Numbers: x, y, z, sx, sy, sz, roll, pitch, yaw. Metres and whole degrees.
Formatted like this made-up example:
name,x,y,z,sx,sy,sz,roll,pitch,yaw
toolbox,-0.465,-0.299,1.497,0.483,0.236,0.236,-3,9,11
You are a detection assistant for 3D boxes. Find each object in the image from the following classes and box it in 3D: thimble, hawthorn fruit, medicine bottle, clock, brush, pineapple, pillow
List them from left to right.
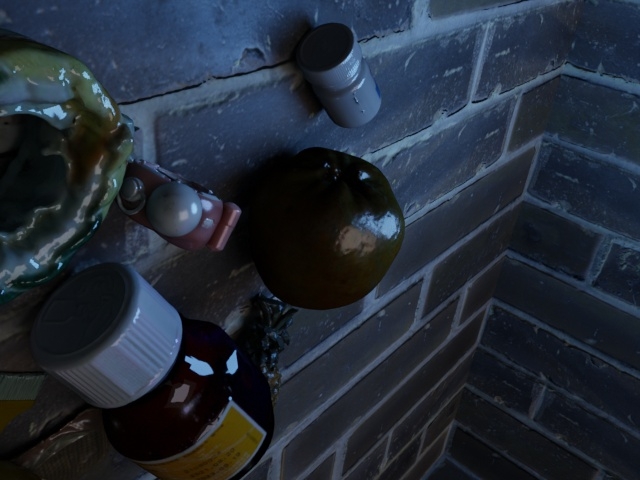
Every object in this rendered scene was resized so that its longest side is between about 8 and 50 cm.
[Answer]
name,x,y,z,sx,sy,sz,roll,pitch,yaw
thimble,-0.332,-0.076,0.615,0.288,0.167,0.254,-39,144,-31
brush,-0.458,0.273,0.868,0.205,0.011,0.083,-62,151,2
pillow,-0.418,0.345,0.967,0.211,0.034,0.135,-31,136,-43
medicine bottle,-0.238,0.200,0.940,0.242,0.242,0.395,-48,135,-22
clock,-0.209,-0.046,0.835,0.092,0.166,0.162,-61,157,1
pineapple,-0.121,0.231,1.245,0.128,0.128,0.248,4,106,-57
hawthorn fruit,0.000,0.000,1.104,0.268,0.268,0.300,-27,139,-44
medicine bottle,0.035,-0.275,1.066,0.105,0.105,0.168,-56,149,-9

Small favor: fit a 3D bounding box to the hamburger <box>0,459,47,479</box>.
name,x,y,z,sx,sy,sz,roll,pitch,yaw
hamburger,-0.455,0.358,0.777,0.283,0.157,0.144,12,90,-48
